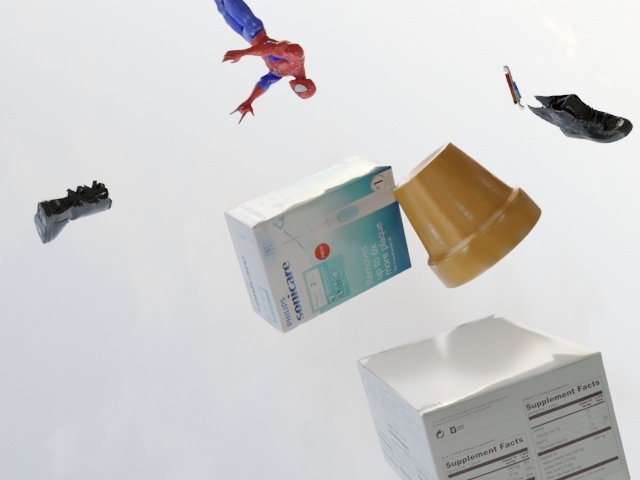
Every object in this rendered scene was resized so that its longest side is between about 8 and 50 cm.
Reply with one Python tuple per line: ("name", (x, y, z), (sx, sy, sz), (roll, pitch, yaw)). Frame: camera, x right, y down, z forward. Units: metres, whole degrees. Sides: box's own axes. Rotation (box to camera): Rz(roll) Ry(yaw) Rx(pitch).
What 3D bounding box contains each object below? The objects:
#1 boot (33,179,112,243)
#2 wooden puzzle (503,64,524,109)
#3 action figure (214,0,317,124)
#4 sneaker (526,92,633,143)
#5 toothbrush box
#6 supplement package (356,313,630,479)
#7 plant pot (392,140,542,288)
("boot", (-0.360, -0.041, 1.147), (0.099, 0.121, 0.045), (-22, -102, -30))
("wooden puzzle", (0.305, -0.241, 1.256), (0.078, 0.014, 0.116), (70, -165, 8))
("action figure", (-0.131, -0.288, 1.142), (0.280, 0.091, 0.139), (44, -105, -1))
("sneaker", (0.449, -0.217, 1.370), (0.089, 0.170, 0.051), (43, -106, -32))
("toothbrush box", (0.000, 0.000, 1.444), (0.295, 0.126, 0.216), (-24, -64, -23))
("supplement package", (0.184, 0.199, 0.914), (0.204, 0.262, 0.145), (-17, -83, -10))
("plant pot", (0.229, -0.056, 1.323), (0.188, 0.205, 0.205), (49, -142, -4))
